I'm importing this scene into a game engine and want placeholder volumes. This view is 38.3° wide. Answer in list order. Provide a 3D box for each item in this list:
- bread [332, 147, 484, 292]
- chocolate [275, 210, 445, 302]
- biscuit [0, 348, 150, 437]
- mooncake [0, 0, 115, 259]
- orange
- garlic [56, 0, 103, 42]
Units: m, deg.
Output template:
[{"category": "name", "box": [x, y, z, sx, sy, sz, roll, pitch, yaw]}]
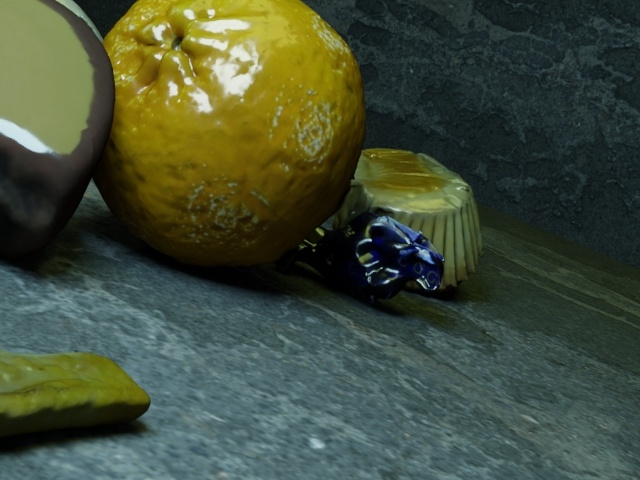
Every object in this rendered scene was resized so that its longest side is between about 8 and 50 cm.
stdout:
[{"category": "bread", "box": [0.136, -0.032, 1.485, 0.236, 0.183, 0.388, 4, 18, 1]}, {"category": "chocolate", "box": [0.003, 0.000, 1.225, 0.343, 0.126, 0.148, 27, 52, 21]}, {"category": "biscuit", "box": [-0.232, 0.078, 0.619, 0.183, 0.039, 0.174, 28, 15, 31]}, {"category": "mooncake", "box": [-0.358, -0.122, 0.877, 0.326, 0.174, 0.333, -19, 68, -43]}, {"category": "orange", "box": [-0.116, -0.143, 1.070, 0.341, 0.340, 0.293, 27, -12, 32]}, {"category": "garlic", "box": [-0.468, -0.267, 1.392, 0.313, 0.286, 0.249, 19, 48, -33]}]
